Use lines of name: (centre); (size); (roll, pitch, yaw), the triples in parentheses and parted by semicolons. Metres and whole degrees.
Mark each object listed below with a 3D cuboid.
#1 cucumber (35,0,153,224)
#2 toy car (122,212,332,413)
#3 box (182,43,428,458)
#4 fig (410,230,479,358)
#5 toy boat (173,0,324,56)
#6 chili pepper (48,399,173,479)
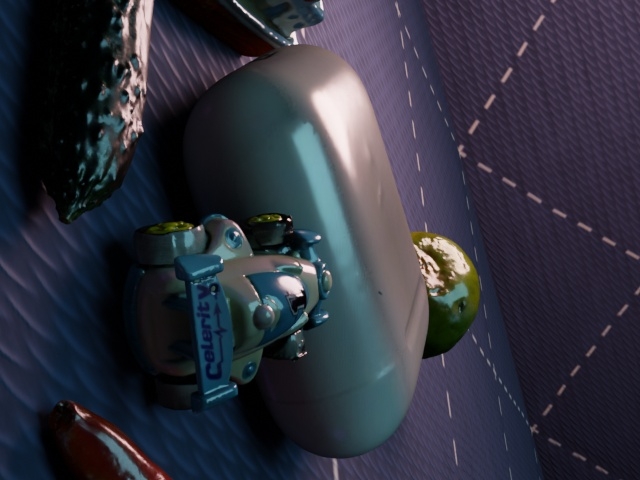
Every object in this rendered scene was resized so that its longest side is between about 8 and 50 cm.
cucumber: (-0.145, -0.142, 0.564); (0.072, 0.072, 0.300); (46, 36, -60)
toy car: (-0.046, 0.046, 0.591); (0.161, 0.098, 0.126); (-10, 103, -33)
box: (-0.001, 0.000, 0.805); (0.289, 0.141, 0.349); (-62, 136, -67)
fig: (0.152, 0.089, 1.217); (0.233, 0.167, 0.167); (47, 33, -47)
toy boat: (-0.076, -0.280, 0.776); (0.332, 0.133, 0.145); (28, 53, -68)
chili pepper: (-0.081, 0.190, 0.538); (0.063, 0.071, 0.272); (-49, 131, -20)
